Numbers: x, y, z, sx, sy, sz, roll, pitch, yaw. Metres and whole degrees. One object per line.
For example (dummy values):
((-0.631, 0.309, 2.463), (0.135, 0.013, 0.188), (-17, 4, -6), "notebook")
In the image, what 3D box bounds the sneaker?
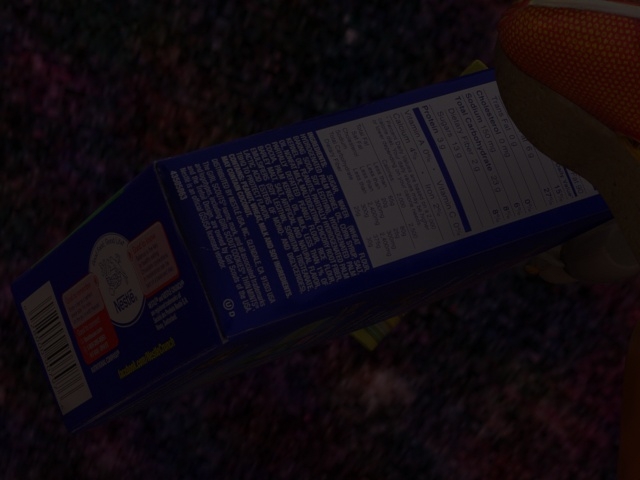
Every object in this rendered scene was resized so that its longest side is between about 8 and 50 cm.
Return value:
((0.127, -0.020, 0.575), (0.175, 0.064, 0.067), (28, 88, 4), "sneaker")

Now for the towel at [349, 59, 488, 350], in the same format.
((0.081, -0.029, 1.583), (0.102, 0.021, 0.237), (45, 80, -11), "towel")

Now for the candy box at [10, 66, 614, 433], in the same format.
((0.000, 0.000, 1.256), (0.317, 0.268, 0.122), (-17, 82, -31), "candy box")

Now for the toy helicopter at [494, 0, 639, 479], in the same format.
((0.152, 0.060, 0.659), (0.235, 0.140, 0.355), (-23, 74, -21), "toy helicopter")

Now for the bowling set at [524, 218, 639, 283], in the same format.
((0.285, -0.078, 1.400), (0.287, 0.154, 0.199), (-6, 87, -10), "bowling set")
